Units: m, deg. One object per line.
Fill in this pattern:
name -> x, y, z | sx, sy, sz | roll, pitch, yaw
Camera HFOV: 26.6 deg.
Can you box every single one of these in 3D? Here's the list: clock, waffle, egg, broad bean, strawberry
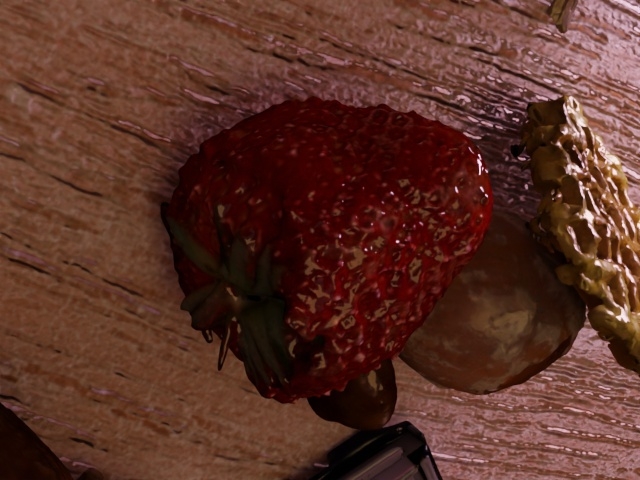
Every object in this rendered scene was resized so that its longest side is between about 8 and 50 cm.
clock -> 0.036, 0.328, 1.505 | 0.253, 0.083, 0.186 | -32, 126, -13
waffle -> 0.283, -0.008, 1.370 | 0.068, 0.325, 0.302 | -27, 114, 22
egg -> 0.157, 0.061, 1.375 | 0.233, 0.195, 0.195 | 5, 111, -35
broad bean -> 0.033, 0.139, 1.372 | 0.084, 0.165, 0.114 | -35, 91, -16
strawberry -> 0.003, 0.002, 1.231 | 0.257, 0.261, 0.261 | -31, 127, -33

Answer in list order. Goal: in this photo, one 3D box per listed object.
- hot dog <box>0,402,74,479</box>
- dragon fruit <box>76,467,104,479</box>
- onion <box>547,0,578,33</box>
hot dog -> -0.367, 0.229, 1.114 | 0.387, 0.174, 0.267 | 39, 84, 2
dragon fruit -> -0.231, 0.329, 1.276 | 0.147, 0.282, 0.211 | 46, 73, -1
onion -> 0.389, -0.347, 1.258 | 0.358, 0.345, 0.358 | -15, 112, -41
